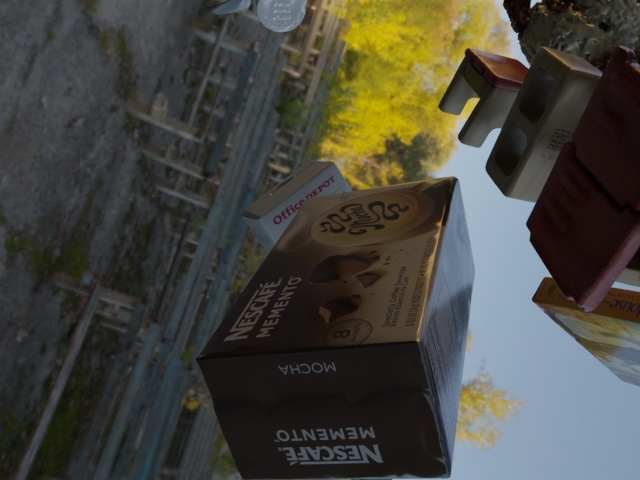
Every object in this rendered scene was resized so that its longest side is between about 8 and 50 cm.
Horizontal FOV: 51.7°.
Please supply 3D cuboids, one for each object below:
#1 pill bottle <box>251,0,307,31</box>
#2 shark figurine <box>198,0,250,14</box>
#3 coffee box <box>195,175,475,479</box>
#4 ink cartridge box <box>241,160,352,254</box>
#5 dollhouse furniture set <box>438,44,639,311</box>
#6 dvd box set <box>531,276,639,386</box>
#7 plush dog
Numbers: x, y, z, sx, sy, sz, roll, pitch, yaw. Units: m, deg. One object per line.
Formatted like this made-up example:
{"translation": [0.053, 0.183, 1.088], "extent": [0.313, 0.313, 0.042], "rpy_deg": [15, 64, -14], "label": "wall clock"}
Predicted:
{"translation": [-0.091, -0.546, 1.416], "extent": [0.221, 0.121, 0.121], "rpy_deg": [-98, -155, -44], "label": "pill bottle"}
{"translation": [-0.119, -0.446, 0.893], "extent": [0.278, 0.166, 0.116], "rpy_deg": [66, 33, -32], "label": "shark figurine"}
{"translation": [0.037, 0.059, 0.584], "extent": [0.297, 0.168, 0.118], "rpy_deg": [-59, 138, -59], "label": "coffee box"}
{"translation": [0.000, 0.000, 0.871], "extent": [0.127, 0.175, 0.072], "rpy_deg": [-39, -159, -15], "label": "ink cartridge box"}
{"translation": [0.262, -0.090, 0.561], "extent": [0.374, 0.201, 0.152], "rpy_deg": [-100, -155, -57], "label": "dollhouse furniture set"}
{"translation": [0.595, 0.190, 1.091], "extent": [0.062, 0.308, 0.420], "rpy_deg": [-55, -158, -10], "label": "dvd box set"}
{"translation": [0.345, -0.271, 0.826], "extent": [0.225, 0.262, 0.210], "rpy_deg": [-32, 150, -25], "label": "plush dog"}
